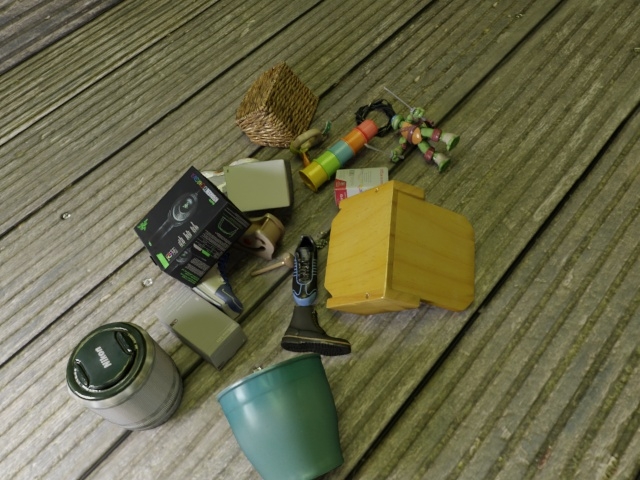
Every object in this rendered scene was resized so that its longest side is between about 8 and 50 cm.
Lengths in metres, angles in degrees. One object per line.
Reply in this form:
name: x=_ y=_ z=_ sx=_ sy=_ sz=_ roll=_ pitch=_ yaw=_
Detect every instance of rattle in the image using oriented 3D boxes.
rattle: x=-0.003 y=-0.344 z=1.853 sx=0.199 sy=0.130 sz=0.143 roll=-25 pitch=61 yaw=-41

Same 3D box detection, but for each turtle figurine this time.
turtle figurine: x=0.315 y=-0.345 z=1.724 sx=0.266 sy=0.274 sz=0.198 roll=35 pitch=101 yaw=24

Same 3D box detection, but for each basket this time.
basket: x=-0.178 y=-0.501 z=1.979 sx=0.213 sy=0.223 sz=0.299 roll=-16 pitch=45 yaw=40

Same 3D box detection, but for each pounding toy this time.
pounding toy: x=-0.207 y=0.008 z=1.580 sx=0.269 sy=0.154 sz=0.155 roll=17 pitch=59 yaw=21

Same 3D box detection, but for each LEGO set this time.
LEGO set: x=-0.002 y=-0.001 z=1.632 sx=0.054 sy=0.023 sz=0.083 roll=-9 pitch=54 yaw=3

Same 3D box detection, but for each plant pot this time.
plant pot: x=-0.076 y=0.442 z=1.198 sx=0.271 sy=0.272 sz=0.255 roll=-22 pitch=70 yaw=-6

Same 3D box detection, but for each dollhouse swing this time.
dollhouse swing: x=0.237 y=0.054 z=1.494 sx=0.315 sy=0.305 sz=0.347 roll=-18 pitch=58 yaw=46

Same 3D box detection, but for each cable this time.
cable: x=0.208 y=-0.466 z=1.915 sx=0.150 sy=0.047 sz=0.185 roll=-10 pitch=54 yaw=2

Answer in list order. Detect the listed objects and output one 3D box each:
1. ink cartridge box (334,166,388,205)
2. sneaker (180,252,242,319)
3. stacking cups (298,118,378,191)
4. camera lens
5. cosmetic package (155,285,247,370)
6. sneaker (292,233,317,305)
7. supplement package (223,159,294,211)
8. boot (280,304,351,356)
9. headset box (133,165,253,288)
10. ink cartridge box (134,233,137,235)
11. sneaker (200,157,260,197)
ink cartridge box: x=0.139 y=-0.180 z=1.688 sx=0.175 sy=0.072 sz=0.127 roll=-2 pitch=37 yaw=8
sneaker: x=-0.336 y=0.087 z=1.562 sx=0.315 sy=0.127 sz=0.182 roll=33 pitch=68 yaw=30
stacking cups: x=0.072 y=-0.301 z=1.774 sx=0.316 sy=0.096 sz=0.096 roll=-40 pitch=58 yaw=-12
camera lens: x=-0.498 y=0.355 z=1.306 sx=0.219 sy=0.274 sz=0.219 roll=-4 pitch=54 yaw=6
cosmetic package: x=-0.344 y=0.251 z=1.462 sx=0.238 sy=0.107 sz=0.127 roll=25 pitch=60 yaw=28
sneaker: x=-0.049 y=0.084 z=1.521 sx=0.081 sy=0.090 sz=0.232 roll=-5 pitch=45 yaw=6
supplement package: x=-0.195 y=-0.182 z=1.655 sx=0.194 sy=0.149 sz=0.203 roll=-6 pitch=9 yaw=3
boot: x=-0.004 y=0.246 z=1.429 sx=0.197 sy=0.077 sz=0.137 roll=6 pitch=51 yaw=12
headset box: x=-0.384 y=-0.036 z=1.483 sx=0.283 sy=0.131 sz=0.246 roll=-47 pitch=50 yaw=0
ink cartridge box: x=-0.514 y=-0.048 z=1.736 sx=0.235 sy=0.056 sz=0.171 roll=26 pitch=63 yaw=23
sneaker: x=-0.316 y=-0.202 z=1.797 sx=0.262 sy=0.099 sz=0.121 roll=-18 pitch=61 yaw=6
